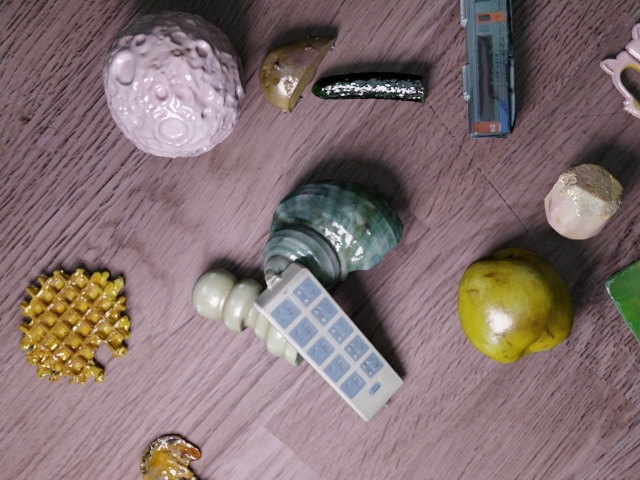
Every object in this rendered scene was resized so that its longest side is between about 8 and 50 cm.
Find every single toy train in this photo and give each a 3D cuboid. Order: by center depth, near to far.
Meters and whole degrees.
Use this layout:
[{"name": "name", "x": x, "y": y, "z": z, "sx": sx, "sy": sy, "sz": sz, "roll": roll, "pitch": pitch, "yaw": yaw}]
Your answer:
[{"name": "toy train", "x": 0.293, "y": -0.388, "z": 1.264, "sx": 0.089, "sy": 0.086, "sz": 0.409, "roll": -3, "pitch": 91, "yaw": 9}]

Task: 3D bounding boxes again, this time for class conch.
[{"name": "conch", "x": 0.000, "y": 0.000, "z": 1.274, "sx": 0.277, "sy": 0.195, "sz": 0.220, "roll": -32, "pitch": 56, "yaw": -33}]

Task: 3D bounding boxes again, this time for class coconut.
[{"name": "coconut", "x": 0.454, "y": -0.064, "z": 1.240, "sx": 0.116, "sy": 0.122, "sz": 0.116, "roll": 5, "pitch": 54, "yaw": -7}]

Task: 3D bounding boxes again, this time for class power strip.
[{"name": "power strip", "x": 0.026, "y": 0.188, "z": 1.241, "sx": 0.106, "sy": 0.043, "sz": 0.367, "roll": -45, "pitch": 121, "yaw": -10}]

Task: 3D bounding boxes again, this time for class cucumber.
[{"name": "cucumber", "x": 0.088, "y": -0.283, "z": 1.313, "sx": 0.215, "sy": 0.052, "sz": 0.058, "roll": 3, "pitch": 121, "yaw": 9}]

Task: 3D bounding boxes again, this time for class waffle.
[{"name": "waffle", "x": -0.485, "y": 0.169, "z": 1.399, "sx": 0.232, "sy": 0.051, "sz": 0.228, "roll": -1, "pitch": 92, "yaw": 8}]

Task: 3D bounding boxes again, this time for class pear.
[{"name": "pear", "x": 0.329, "y": 0.110, "z": 1.228, "sx": 0.200, "sy": 0.200, "sz": 0.199, "roll": 0, "pitch": 92, "yaw": 7}]

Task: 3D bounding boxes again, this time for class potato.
[{"name": "potato", "x": -0.055, "y": -0.332, "z": 1.309, "sx": 0.101, "sy": 0.089, "sz": 0.172, "roll": 37, "pitch": 97, "yaw": 7}]

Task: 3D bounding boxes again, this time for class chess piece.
[{"name": "chess piece", "x": -0.124, "y": 0.128, "z": 1.322, "sx": 0.243, "sy": 0.133, "sz": 0.133, "roll": 22, "pitch": 94, "yaw": 13}]

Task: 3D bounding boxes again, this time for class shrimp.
[{"name": "shrimp", "x": -0.236, "y": 0.483, "z": 1.369, "sx": 0.262, "sy": 0.066, "sz": 0.117, "roll": 35, "pitch": 96, "yaw": 3}]

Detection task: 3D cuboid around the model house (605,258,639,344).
[{"name": "model house", "x": 0.693, "y": 0.140, "z": 1.107, "sx": 0.300, "sy": 0.323, "sz": 0.340, "roll": -31, "pitch": 88, "yaw": 8}]

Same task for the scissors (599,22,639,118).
[{"name": "scissors", "x": 0.647, "y": -0.246, "z": 1.253, "sx": 0.317, "sy": 0.024, "sz": 0.160, "roll": 42, "pitch": 96, "yaw": 4}]

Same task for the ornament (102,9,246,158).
[{"name": "ornament", "x": -0.248, "y": -0.274, "z": 1.252, "sx": 0.225, "sy": 0.259, "sz": 0.259, "roll": -10, "pitch": 90, "yaw": 4}]
